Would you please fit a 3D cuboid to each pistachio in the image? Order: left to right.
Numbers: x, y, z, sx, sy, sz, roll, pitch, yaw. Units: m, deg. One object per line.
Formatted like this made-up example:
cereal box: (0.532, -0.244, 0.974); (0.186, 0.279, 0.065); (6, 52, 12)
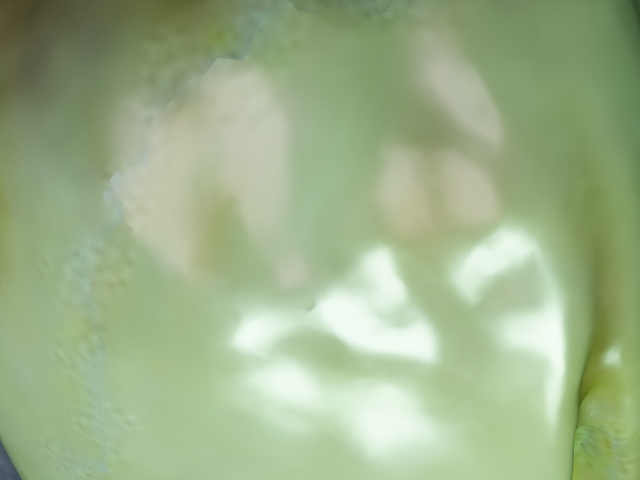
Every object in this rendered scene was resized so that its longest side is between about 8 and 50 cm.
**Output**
pistachio: (0.000, 0.000, 0.523); (0.238, 0.229, 0.321); (59, 153, 24)
